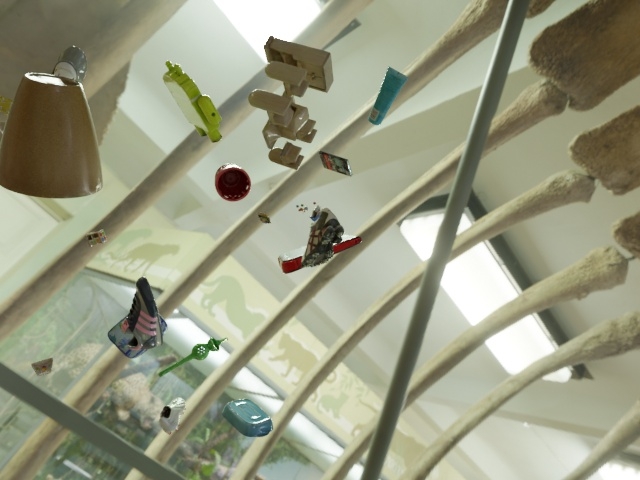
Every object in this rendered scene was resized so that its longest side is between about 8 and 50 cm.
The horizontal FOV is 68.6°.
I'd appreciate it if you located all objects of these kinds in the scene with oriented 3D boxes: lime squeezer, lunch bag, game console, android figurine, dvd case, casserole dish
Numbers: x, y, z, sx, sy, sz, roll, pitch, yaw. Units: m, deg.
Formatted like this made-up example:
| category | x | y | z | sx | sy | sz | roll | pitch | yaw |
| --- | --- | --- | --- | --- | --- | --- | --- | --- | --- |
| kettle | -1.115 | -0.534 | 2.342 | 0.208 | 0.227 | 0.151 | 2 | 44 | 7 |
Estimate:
| category | x | y | z | sx | sy | sz | roll | pitch | yaw |
| --- | --- | --- | --- | --- | --- | --- | --- | --- | --- |
| lime squeezer | -0.388 | 0.374 | 1.578 | 0.059 | 0.310 | 0.110 | 45 | -60 | 15 |
| lunch bag | -0.787 | 0.395 | 2.042 | 0.176 | 0.219 | 0.090 | 46 | -19 | 5 |
| game console | -0.015 | 0.050 | 2.031 | 0.386 | 0.342 | 0.060 | -161 | -127 | -81 |
| android figurine | -0.415 | -0.448 | 1.517 | 0.248 | 0.056 | 0.272 | 32 | -24 | 44 |
| dvd case | 0.054 | -0.273 | 1.674 | 0.120 | 0.013 | 0.087 | 24 | -22 | 28 |
| casserole dish | -0.223 | 0.538 | 1.443 | 0.114 | 0.036 | 0.188 | 2 | 10 | -42 |

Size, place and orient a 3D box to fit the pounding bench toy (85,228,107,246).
| category | x | y | z | sx | sy | sz | roll | pitch | yaw |
| --- | --- | --- | --- | --- | --- | --- | --- | --- | --- |
| pounding bench toy | -0.939 | -0.016 | 1.985 | 0.083 | 0.065 | 0.052 | -104 | 179 | -74 |

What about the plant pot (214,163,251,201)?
| category | x | y | z | sx | sy | sz | roll | pitch | yaw |
| --- | --- | --- | --- | --- | --- | --- | --- | --- | --- |
| plant pot | -0.481 | -0.324 | 2.552 | 0.191 | 0.191 | 0.174 | 50 | 3 | -26 |

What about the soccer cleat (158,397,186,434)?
| category | x | y | z | sx | sy | sz | roll | pitch | yaw |
| --- | --- | --- | --- | --- | --- | --- | --- | --- | --- |
| soccer cleat | -0.522 | 0.600 | 1.654 | 0.076 | 0.068 | 0.196 | 61 | -1 | -14 |

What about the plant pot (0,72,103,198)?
| category | x | y | z | sx | sy | sz | roll | pitch | yaw |
| --- | --- | --- | --- | --- | --- | --- | --- | --- | --- |
| plant pot | -0.653 | -0.262 | 1.139 | 0.237 | 0.237 | 0.254 | 24 | -64 | 20 |

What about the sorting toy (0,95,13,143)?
| category | x | y | z | sx | sy | sz | roll | pitch | yaw |
| --- | --- | --- | --- | --- | --- | --- | --- | --- | --- |
| sorting toy | -0.998 | -0.331 | 1.526 | 0.046 | 0.132 | 0.274 | 22 | -66 | 30 |

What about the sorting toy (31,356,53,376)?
| category | x | y | z | sx | sy | sz | roll | pitch | yaw |
| --- | --- | --- | --- | --- | --- | --- | --- | --- | --- |
| sorting toy | -1.175 | 0.543 | 1.993 | 0.075 | 0.083 | 0.044 | 44 | -42 | 46 |

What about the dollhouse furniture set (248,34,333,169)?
| category | x | y | z | sx | sy | sz | roll | pitch | yaw |
| --- | --- | --- | --- | --- | --- | --- | --- | --- | --- |
| dollhouse furniture set | -0.148 | -0.545 | 1.779 | 0.257 | 0.394 | 0.362 | 21 | -18 | 14 |

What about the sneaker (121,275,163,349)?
| category | x | y | z | sx | sy | sz | roll | pitch | yaw |
| --- | --- | --- | --- | --- | --- | --- | --- | --- | --- |
| sneaker | -0.649 | 0.274 | 1.680 | 0.112 | 0.131 | 0.318 | 45 | -39 | 48 |

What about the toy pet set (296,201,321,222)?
| category | x | y | z | sx | sy | sz | roll | pitch | yaw |
| --- | --- | --- | --- | --- | --- | --- | --- | --- | --- |
| toy pet set | -0.048 | -0.131 | 2.334 | 0.122 | 0.065 | 0.114 | -7 | -27 | 37 |

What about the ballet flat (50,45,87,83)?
| category | x | y | z | sx | sy | sz | roll | pitch | yaw |
| --- | --- | --- | --- | --- | --- | --- | --- | --- | --- |
| ballet flat | -0.675 | -0.403 | 1.223 | 0.072 | 0.068 | 0.213 | 31 | -63 | -26 |

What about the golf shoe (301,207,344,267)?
| category | x | y | z | sx | sy | sz | roll | pitch | yaw |
| --- | --- | --- | --- | --- | --- | --- | --- | --- | --- |
| golf shoe | 0.000 | 0.000 | 1.718 | 0.105 | 0.120 | 0.273 | 1 | -37 | -31 |

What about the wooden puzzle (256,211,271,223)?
| category | x | y | z | sx | sy | sz | roll | pitch | yaw |
| --- | --- | --- | --- | --- | --- | --- | --- | --- | --- |
| wooden puzzle | -0.266 | -0.101 | 2.210 | 0.079 | 0.014 | 0.116 | 22 | -19 | 18 |

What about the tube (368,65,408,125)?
| category | x | y | z | sx | sy | sz | roll | pitch | yaw |
| --- | --- | --- | --- | --- | --- | --- | --- | --- | --- |
| tube | 0.236 | -0.516 | 1.694 | 0.080 | 0.052 | 0.207 | 26 | -49 | -1 |
